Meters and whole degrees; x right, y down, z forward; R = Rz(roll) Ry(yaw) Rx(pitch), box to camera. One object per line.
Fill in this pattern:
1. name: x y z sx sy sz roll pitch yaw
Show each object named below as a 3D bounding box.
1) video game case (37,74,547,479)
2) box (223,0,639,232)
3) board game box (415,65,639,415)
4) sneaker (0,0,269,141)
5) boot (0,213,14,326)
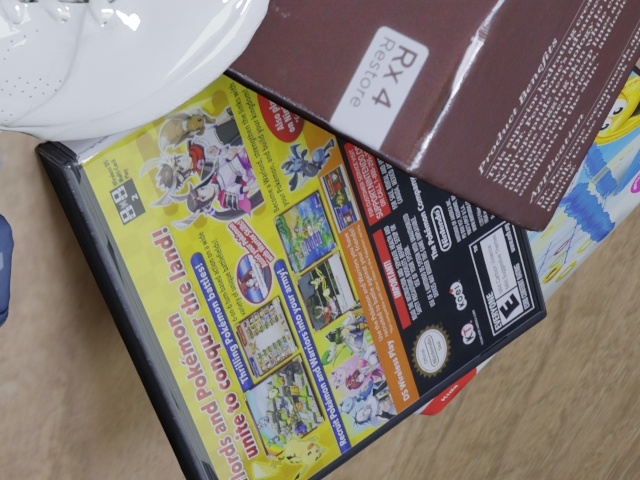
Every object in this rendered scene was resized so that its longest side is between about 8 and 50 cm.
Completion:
1. video game case: 0.000 0.000 0.961 0.248 0.035 0.274 -34 127 -20
2. box: 0.043 -0.122 0.754 0.168 0.167 0.203 -61 157 4
3. board game box: 0.101 -0.018 1.195 0.308 0.086 0.302 -48 157 12
4. sneaker: -0.124 -0.083 0.642 0.212 0.080 0.094 -18 152 9
5. boot: -0.201 0.064 0.858 0.086 0.069 0.190 -20 148 -33
